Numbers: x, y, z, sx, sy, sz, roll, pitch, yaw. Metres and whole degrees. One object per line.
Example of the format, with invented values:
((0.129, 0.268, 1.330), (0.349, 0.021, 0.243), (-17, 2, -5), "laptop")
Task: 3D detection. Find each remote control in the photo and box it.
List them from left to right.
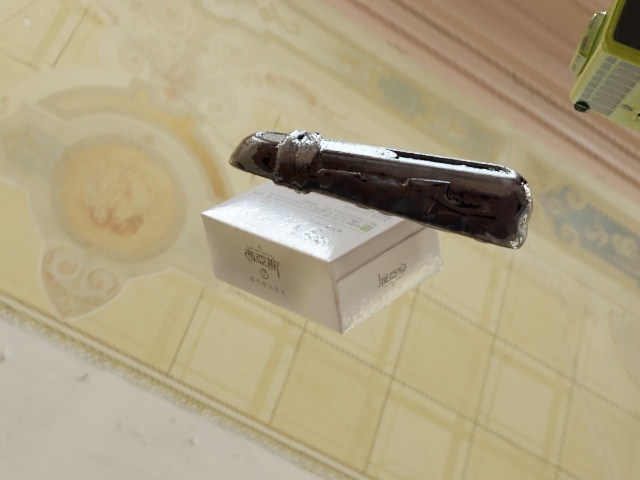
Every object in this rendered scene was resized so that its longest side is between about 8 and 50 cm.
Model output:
((0.055, -0.057, 0.862), (0.266, 0.090, 0.066), (15, -82, -1), "remote control")

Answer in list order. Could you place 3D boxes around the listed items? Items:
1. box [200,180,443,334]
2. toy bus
((0.000, 0.000, 1.310), (0.194, 0.260, 0.111), (-29, -55, -34), "box")
((0.374, -0.213, 1.140), (0.150, 0.262, 0.128), (23, -93, 7), "toy bus")
